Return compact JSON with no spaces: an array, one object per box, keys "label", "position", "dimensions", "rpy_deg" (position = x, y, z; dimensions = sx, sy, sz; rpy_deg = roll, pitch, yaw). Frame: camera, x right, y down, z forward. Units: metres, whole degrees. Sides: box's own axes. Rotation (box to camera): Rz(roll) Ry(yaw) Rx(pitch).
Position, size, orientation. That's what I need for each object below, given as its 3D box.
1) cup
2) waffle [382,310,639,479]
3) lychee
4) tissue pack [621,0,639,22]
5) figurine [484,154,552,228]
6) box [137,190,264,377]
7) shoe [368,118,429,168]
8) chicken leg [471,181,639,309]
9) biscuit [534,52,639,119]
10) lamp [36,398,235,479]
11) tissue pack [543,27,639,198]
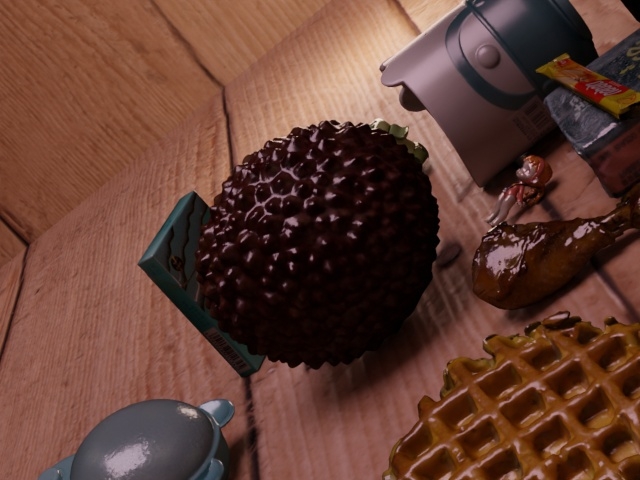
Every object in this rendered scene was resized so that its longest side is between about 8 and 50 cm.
[{"label":"cup","position":[0.247,-0.223,2.109],"dimensions":[0.257,0.219,0.289],"rpy_deg":[-38,-14,6]},{"label":"waffle","position":[0.194,0.185,1.400],"dimensions":[0.325,0.068,0.302],"rpy_deg":[-7,43,37]},{"label":"lychee","position":[0.000,0.000,1.889],"dimensions":[0.330,0.306,0.306],"rpy_deg":[-14,3,-31]},{"label":"tissue pack","position":[0.445,-0.412,1.971],"dimensions":[0.210,0.198,0.370],"rpy_deg":[-42,-8,12]},{"label":"figurine","position":[0.253,-0.059,1.947],"dimensions":[0.109,0.047,0.064],"rpy_deg":[-50,25,2]},{"label":"box","position":[-0.146,0.061,2.166],"dimensions":[0.041,0.229,0.162],"rpy_deg":[-27,22,35]},{"label":"shoe","position":[0.050,-0.100,2.354],"dimensions":[0.262,0.128,0.140],"rpy_deg":[-25,10,33]},{"label":"chicken leg","position":[0.283,0.003,1.705],"dimensions":[0.251,0.087,0.107],"rpy_deg":[-25,44,23]},{"label":"biscuit","position":[0.320,-0.181,1.790],"dimensions":[0.048,0.026,0.292],"rpy_deg":[-21,20,-5]},{"label":"lamp","position":[-0.242,0.300,1.939],"dimensions":[0.284,0.147,0.209],"rpy_deg":[-34,21,23]},{"label":"tissue pack","position":[0.433,-0.200,1.816],"dimensions":[0.315,0.103,0.228],"rpy_deg":[-37,17,9]}]
